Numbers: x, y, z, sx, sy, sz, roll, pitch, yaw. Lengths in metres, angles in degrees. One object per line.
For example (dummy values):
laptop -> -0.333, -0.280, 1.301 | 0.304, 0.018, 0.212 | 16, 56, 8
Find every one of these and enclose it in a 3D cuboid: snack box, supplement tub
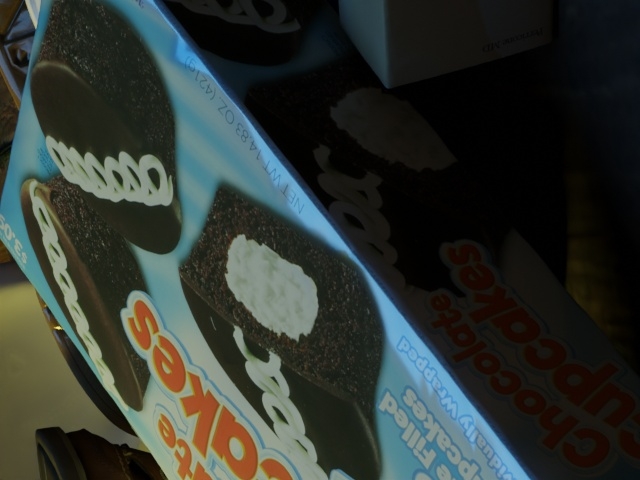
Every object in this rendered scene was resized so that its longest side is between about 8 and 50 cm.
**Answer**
snack box -> 0.005, 0.048, 0.657 | 0.322, 0.060, 0.187 | 52, 146, 23
supplement tub -> -0.259, 0.140, 1.746 | 0.316, 0.228, 0.228 | 153, 100, -77

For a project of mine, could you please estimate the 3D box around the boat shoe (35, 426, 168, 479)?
boat shoe -> -0.121, 0.172, 1.242 | 0.307, 0.104, 0.111 | 124, 137, -76

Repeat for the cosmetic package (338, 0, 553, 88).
cosmetic package -> 0.036, -0.106, 0.580 | 0.041, 0.060, 0.115 | -120, 17, -44

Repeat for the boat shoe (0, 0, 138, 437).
boat shoe -> -0.112, -0.050, 1.200 | 0.110, 0.121, 0.341 | -33, -66, -65

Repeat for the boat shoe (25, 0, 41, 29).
boat shoe -> -0.117, -0.186, 1.031 | 0.096, 0.098, 0.277 | 124, 129, -75

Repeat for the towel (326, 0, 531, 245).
towel -> 0.000, 0.000, 0.826 | 0.308, 0.076, 0.227 | -121, 19, -48
